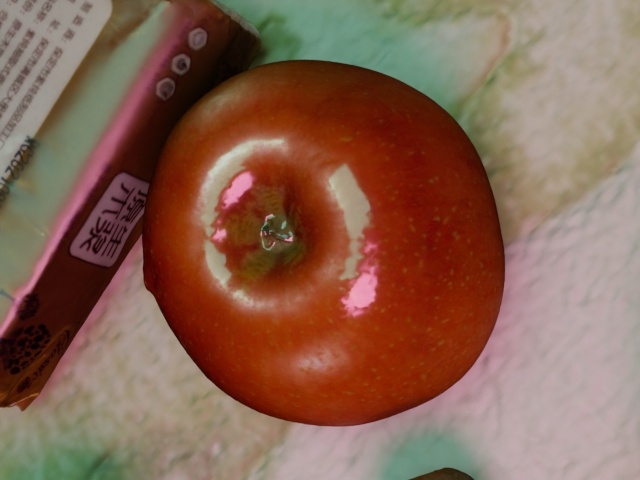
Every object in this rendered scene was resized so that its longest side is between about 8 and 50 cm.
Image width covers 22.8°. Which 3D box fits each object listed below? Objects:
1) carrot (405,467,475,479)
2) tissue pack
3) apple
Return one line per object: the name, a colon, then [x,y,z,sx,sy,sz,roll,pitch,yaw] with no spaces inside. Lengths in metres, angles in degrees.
carrot: [0.111,0.251,0.649,0.070,0.070,0.342,-31,74,11]
tissue pack: [-0.161,-0.057,0.776,0.183,0.092,0.226,34,91,20]
apple: [0.000,0.000,0.688,0.163,0.139,0.163,-3,79,15]
